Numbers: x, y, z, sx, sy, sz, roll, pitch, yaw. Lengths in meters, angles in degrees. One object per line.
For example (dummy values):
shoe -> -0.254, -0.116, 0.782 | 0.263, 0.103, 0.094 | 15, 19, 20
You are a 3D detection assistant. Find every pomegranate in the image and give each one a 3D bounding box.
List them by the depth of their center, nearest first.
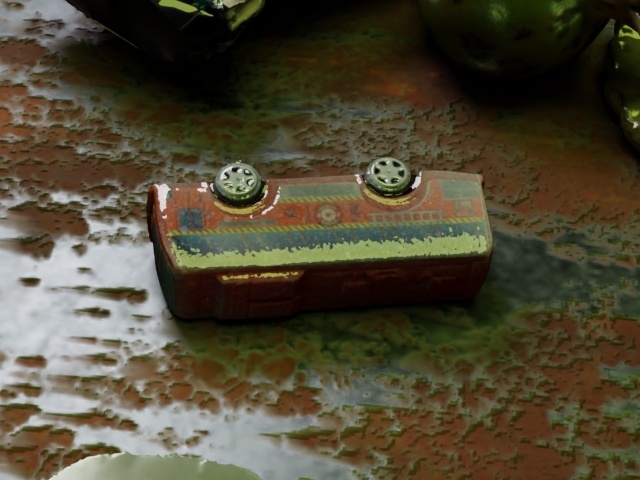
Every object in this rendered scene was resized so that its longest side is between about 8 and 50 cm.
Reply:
pomegranate -> 0.156, -0.164, 0.907 | 0.220, 0.156, 0.156 | 35, 53, 22

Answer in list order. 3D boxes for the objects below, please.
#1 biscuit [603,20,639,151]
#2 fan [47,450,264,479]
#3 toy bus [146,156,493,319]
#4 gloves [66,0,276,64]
biscuit -> 0.295, -0.072, 0.906 | 0.273, 0.036, 0.187 | 32, 51, 23
fan -> -0.144, 0.186, 0.636 | 0.310, 0.010, 0.182 | -11, 48, -19
toy bus -> 0.000, 0.000, 0.792 | 0.192, 0.065, 0.077 | -4, 54, -9
gloves -> -0.038, -0.234, 0.954 | 0.210, 0.135, 0.312 | 13, 38, 34
